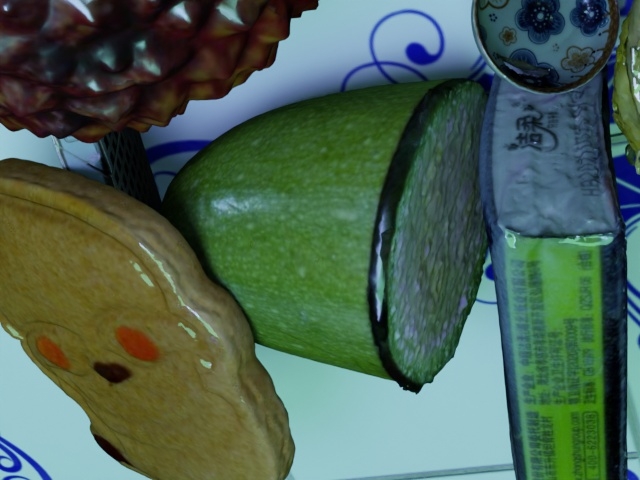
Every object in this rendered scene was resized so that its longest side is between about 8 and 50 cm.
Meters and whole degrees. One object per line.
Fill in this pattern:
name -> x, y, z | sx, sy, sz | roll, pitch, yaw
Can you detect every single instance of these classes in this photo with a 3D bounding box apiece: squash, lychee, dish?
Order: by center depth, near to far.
lychee -> -0.217, -0.292, 0.759 | 0.500, 0.424, 0.424 | 30, 131, 6
dish -> 0.194, -0.201, 0.962 | 0.141, 0.078, 0.141 | 0, 92, -13
squash -> -0.011, -0.030, 1.055 | 0.309, 0.310, 0.310 | 12, 134, 26

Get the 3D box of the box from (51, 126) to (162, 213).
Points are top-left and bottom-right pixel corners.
box -> -0.212, -0.054, 1.103 | 0.047, 0.180, 0.325 | -9, 129, 2

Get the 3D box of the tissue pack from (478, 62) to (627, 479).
tissue pack -> 0.234, 0.053, 1.028 | 0.124, 0.288, 0.394 | -4, 129, 12

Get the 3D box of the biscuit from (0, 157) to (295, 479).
biscuit -> -0.196, 0.109, 1.068 | 0.350, 0.078, 0.455 | -10, 121, 41

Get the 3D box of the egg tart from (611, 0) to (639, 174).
egg tart -> 0.323, -0.143, 0.892 | 0.107, 0.291, 0.291 | 10, 142, 50
